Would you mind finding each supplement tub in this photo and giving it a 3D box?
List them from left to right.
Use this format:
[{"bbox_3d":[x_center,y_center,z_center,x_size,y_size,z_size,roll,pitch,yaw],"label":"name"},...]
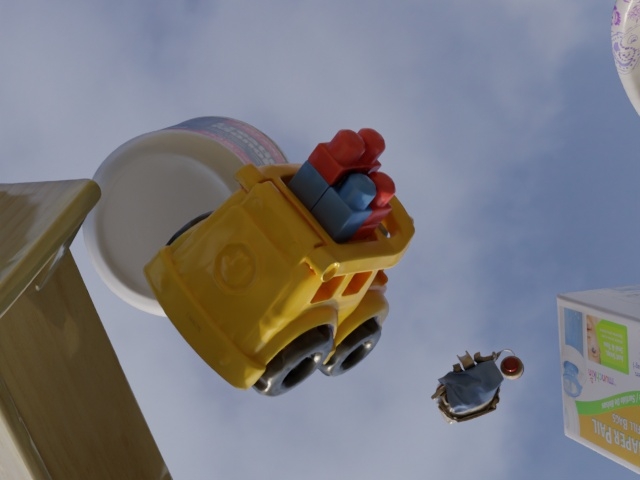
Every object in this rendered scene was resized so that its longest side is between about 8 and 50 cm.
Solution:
[{"bbox_3d":[-0.129,-0.035,1.393,0.191,0.191,0.272,55,-167,-3],"label":"supplement tub"}]

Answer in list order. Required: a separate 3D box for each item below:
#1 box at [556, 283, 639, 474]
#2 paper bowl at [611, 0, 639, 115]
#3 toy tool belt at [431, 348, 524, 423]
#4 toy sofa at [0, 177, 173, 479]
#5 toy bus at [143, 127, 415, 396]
[{"bbox_3d":[0.253,0.097,0.894,0.103,0.203,0.114,-6,-85,-13],"label":"box"},{"bbox_3d":[0.442,-0.194,1.278,0.148,0.284,0.284,-40,-84,-24],"label":"paper bowl"},{"bbox_3d":[0.131,0.117,1.075,0.083,0.051,0.052,-31,-118,-1],"label":"toy tool belt"},{"bbox_3d":[-0.204,0.140,0.922,0.150,0.177,0.363,-60,-39,-48],"label":"toy sofa"},{"bbox_3d":[0.000,0.000,1.051,0.149,0.211,0.220,48,-155,20],"label":"toy bus"}]
